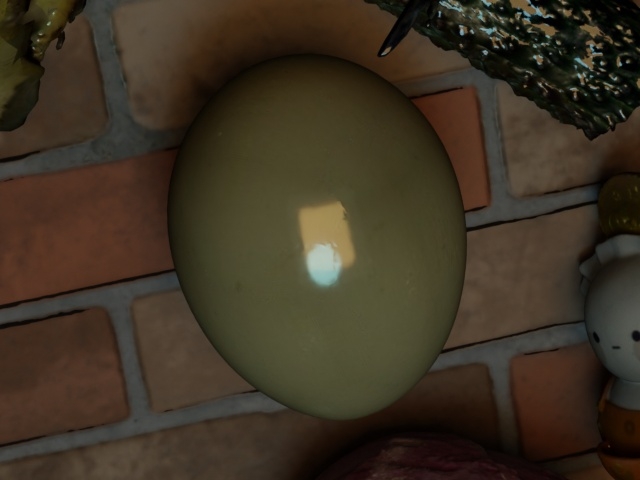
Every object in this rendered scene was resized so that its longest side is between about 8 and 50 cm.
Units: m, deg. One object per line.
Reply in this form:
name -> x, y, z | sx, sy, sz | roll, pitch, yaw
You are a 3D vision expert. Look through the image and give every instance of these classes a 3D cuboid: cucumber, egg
cucumber -> 0.053, -0.190, 1.225 | 0.359, 0.096, 0.096 | 30, 101, -18
egg -> 0.000, 0.000, 1.234 | 0.186, 0.186, 0.241 | -16, 119, -3

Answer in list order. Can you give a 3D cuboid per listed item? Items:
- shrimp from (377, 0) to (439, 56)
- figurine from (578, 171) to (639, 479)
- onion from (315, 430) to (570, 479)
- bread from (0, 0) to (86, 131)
shrimp -> 0.106, -0.267, 1.166 | 0.372, 0.172, 0.137 | -48, 118, -21
figurine -> 0.249, 0.084, 1.338 | 0.143, 0.143, 0.271 | -7, 94, -7
onion -> 0.124, 0.275, 1.305 | 0.349, 0.159, 0.267 | 4, 99, 13
bread -> -0.202, -0.218, 1.143 | 0.204, 0.162, 0.262 | 29, 125, -19
